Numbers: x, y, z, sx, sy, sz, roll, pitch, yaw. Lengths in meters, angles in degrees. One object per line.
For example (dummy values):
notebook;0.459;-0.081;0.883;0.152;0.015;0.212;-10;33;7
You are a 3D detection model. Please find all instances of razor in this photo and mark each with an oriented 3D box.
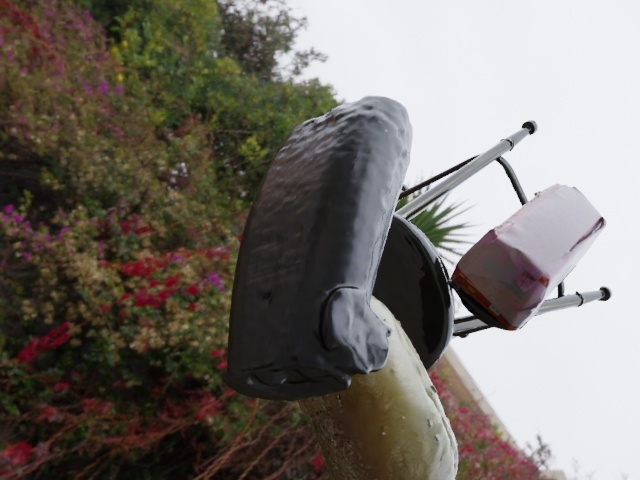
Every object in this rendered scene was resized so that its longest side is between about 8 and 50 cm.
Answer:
razor;-0.003;-0.001;0.732;0.189;0.326;0.107;-19;-44;39

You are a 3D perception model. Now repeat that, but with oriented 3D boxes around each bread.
bread;0.058;0.218;0.926;0.305;0.159;0.305;158;-90;-84

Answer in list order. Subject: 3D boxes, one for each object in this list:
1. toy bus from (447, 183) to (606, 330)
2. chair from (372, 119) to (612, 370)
toy bus;0.320;0.018;1.067;0.127;0.303;0.147;43;-48;16
chair;0.213;0.045;1.280;0.365;0.410;0.361;-25;-94;46
